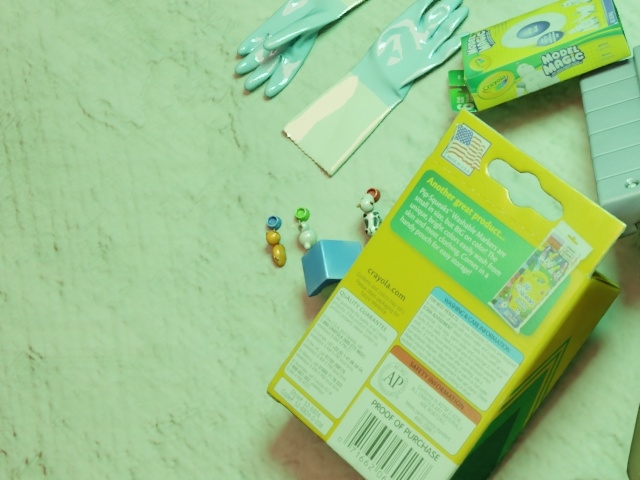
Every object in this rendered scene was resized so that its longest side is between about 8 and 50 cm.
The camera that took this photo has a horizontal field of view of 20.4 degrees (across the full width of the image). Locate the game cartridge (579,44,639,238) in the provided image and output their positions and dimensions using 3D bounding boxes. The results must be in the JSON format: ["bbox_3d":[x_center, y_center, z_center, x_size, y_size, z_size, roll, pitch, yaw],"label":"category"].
[{"bbox_3d":[0.412,-0.133,1.588,0.355,0.068,0.230,-17,39,14],"label":"game cartridge"}]

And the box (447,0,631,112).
[{"bbox_3d":[0.204,-0.184,1.726,0.179,0.043,0.105,-22,27,13],"label":"box"}]

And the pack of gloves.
[{"bbox_3d":[0.027,-0.211,1.832,0.232,0.046,0.195,-44,59,-1],"label":"pack of gloves"}]

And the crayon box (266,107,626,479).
[{"bbox_3d":[0.123,0.071,1.615,0.203,0.083,0.323,40,101,30],"label":"crayon box"}]

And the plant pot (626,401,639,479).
[{"bbox_3d":[0.364,0.128,1.461,0.263,0.263,0.229,31,98,29],"label":"plant pot"}]

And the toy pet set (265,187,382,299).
[{"bbox_3d":[0.000,0.000,1.741,0.122,0.065,0.114,-17,63,14],"label":"toy pet set"}]
